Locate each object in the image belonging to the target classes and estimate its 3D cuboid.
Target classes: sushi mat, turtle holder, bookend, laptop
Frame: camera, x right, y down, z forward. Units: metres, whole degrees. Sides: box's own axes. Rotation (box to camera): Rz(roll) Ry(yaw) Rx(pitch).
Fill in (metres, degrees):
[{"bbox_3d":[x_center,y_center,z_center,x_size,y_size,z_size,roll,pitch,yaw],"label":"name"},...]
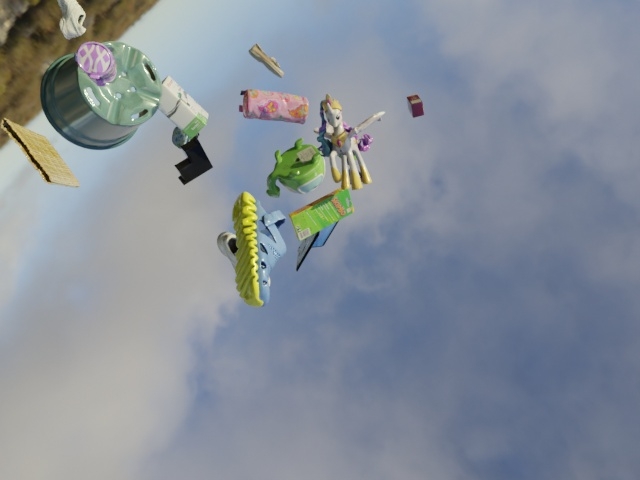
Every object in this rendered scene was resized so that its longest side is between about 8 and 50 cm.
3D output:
[{"bbox_3d":[-0.632,-0.190,1.131,0.019,0.151,0.316,-36,-167,-11],"label":"sushi mat"},{"bbox_3d":[-0.115,-0.335,2.517,0.243,0.227,0.320,23,-114,29],"label":"turtle holder"},{"bbox_3d":[-0.583,-0.355,2.165,0.157,0.156,0.072,-35,-133,-12],"label":"bookend"},{"bbox_3d":[0.000,0.000,2.246,0.264,0.136,0.234,-88,-156,-54],"label":"laptop"}]

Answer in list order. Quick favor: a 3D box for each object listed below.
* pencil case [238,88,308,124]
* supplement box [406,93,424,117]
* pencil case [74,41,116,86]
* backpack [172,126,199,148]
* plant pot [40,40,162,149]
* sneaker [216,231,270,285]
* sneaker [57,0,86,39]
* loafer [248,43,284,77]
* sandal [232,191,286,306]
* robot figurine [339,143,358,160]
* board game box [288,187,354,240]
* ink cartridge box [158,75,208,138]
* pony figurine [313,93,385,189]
[{"bbox_3d":[-0.193,-0.559,2.060,0.124,0.284,0.124,179,-90,-67],"label":"pencil case"},{"bbox_3d":[0.345,-0.491,1.787,0.043,0.055,0.083,-13,-144,5],"label":"supplement box"},{"bbox_3d":[-0.574,-0.453,1.269,0.086,0.088,0.206,-6,-166,-16],"label":"pencil case"},{"bbox_3d":[-0.640,-0.478,2.283,0.114,0.084,0.105,30,-71,24],"label":"backpack"},{"bbox_3d":[-0.701,-0.484,1.617,0.334,0.341,0.341,5,-125,51],"label":"plant pot"},{"bbox_3d":[-0.316,0.094,2.042,0.114,0.305,0.152,-44,-165,-18],"label":"sneaker"},{"bbox_3d":[-0.652,-0.609,1.290,0.061,0.152,0.053,-8,-177,6],"label":"sneaker"},{"bbox_3d":[-0.153,-0.531,1.442,0.039,0.125,0.045,-52,179,-3],"label":"loafer"},{"bbox_3d":[-0.146,0.020,1.254,0.126,0.138,0.318,-43,-136,49],"label":"sandal"},{"bbox_3d":[0.130,-0.397,2.184,0.067,0.115,0.101,38,-95,32],"label":"robot figurine"},{"bbox_3d":[0.008,-0.107,1.936,0.259,0.124,0.039,-27,-141,-11],"label":"board game box"},{"bbox_3d":[-0.558,-0.529,1.939,0.092,0.219,0.160,-39,-152,14],"label":"ink cartridge box"},{"bbox_3d":[0.107,-0.392,1.950,0.302,0.364,0.351,-10,-171,20],"label":"pony figurine"}]
